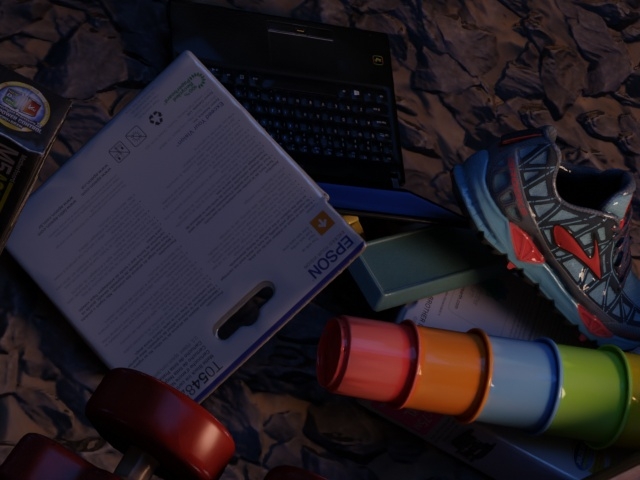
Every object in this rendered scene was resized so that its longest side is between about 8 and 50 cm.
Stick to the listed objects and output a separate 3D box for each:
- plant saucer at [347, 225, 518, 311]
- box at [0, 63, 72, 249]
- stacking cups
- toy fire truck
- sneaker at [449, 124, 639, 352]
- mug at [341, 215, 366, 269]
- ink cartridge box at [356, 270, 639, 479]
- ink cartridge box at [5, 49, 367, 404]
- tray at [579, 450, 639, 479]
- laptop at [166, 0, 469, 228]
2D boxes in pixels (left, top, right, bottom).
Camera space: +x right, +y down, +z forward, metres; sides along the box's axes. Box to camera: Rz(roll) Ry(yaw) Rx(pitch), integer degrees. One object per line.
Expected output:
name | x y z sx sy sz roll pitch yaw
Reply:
plant saucer | 0.107 0.012 1.565 0.192 0.018 0.067 -14 62 -35
box | -0.322 -0.052 1.282 0.216 0.270 0.060 27 48 -7
stacking cups | 0.155 0.112 1.454 0.316 0.096 0.096 12 51 -21
toy fire truck | -0.096 0.230 1.206 0.302 0.254 0.169 31 70 -2
sneaker | 0.234 -0.001 1.535 0.262 0.125 0.104 39 27 -31
mug | -0.002 0.000 1.555 0.064 0.078 0.062 -27 48 -31
ink cartridge box | 0.198 0.139 1.565 0.311 0.065 0.186 28 46 -4
ink cartridge box | -0.111 0.000 1.422 0.223 0.045 0.224 -42 78 1
tray | 0.365 0.234 1.425 0.411 0.076 0.203 -24 87 -13
laptop | -0.002 -0.116 1.594 0.234 0.136 0.264 6 65 -26
